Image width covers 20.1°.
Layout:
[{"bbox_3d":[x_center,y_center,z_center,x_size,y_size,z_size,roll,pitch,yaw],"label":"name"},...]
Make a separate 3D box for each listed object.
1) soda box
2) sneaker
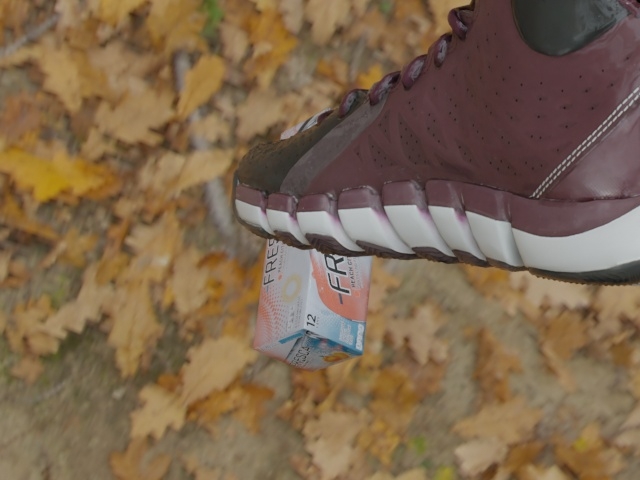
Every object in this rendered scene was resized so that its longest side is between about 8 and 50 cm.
[{"bbox_3d":[0.000,0.000,1.320,0.058,0.063,0.183,24,59,-33],"label":"soda box"},{"bbox_3d":[0.068,-0.073,0.773,0.106,0.281,0.163,-4,97,-42],"label":"sneaker"}]
